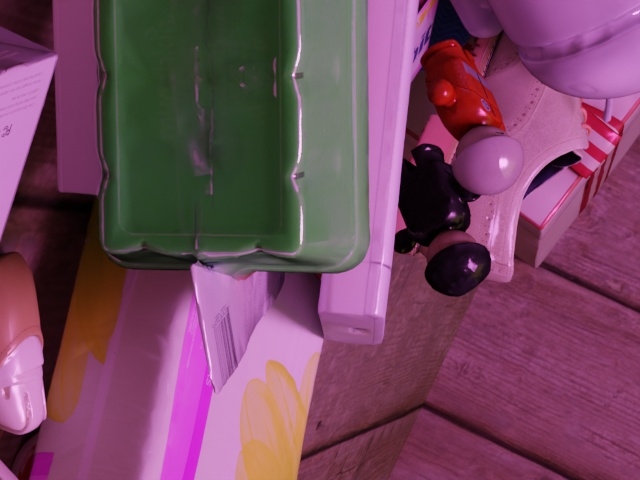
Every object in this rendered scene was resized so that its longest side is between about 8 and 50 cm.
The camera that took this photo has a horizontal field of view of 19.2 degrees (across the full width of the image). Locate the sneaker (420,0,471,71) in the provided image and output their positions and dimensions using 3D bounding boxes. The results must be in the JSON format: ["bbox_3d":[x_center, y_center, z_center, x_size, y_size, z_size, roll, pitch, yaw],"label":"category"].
[{"bbox_3d":[0.141,-0.273,1.865,0.228,0.087,0.092,-66,170,17],"label":"sneaker"}]

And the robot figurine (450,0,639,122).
[{"bbox_3d":[0.227,-0.272,1.662,0.300,0.353,0.200,-15,-156,41],"label":"robot figurine"}]

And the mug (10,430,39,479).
[{"bbox_3d":[-0.148,0.166,1.442,0.150,0.113,0.169,-43,167,12],"label":"mug"}]

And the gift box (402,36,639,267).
[{"bbox_3d":[0.216,-0.160,2.043,0.276,0.255,0.258,-57,169,-7],"label":"gift box"}]

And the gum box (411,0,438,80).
[{"bbox_3d":[0.037,-0.154,1.709,0.188,0.062,0.107,-56,166,-36],"label":"gum box"}]

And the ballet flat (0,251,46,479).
[{"bbox_3d":[-0.209,0.121,1.178,0.232,0.073,0.080,-67,165,13],"label":"ballet flat"}]

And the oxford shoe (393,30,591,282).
[{"bbox_3d":[0.202,-0.138,1.832,0.397,0.146,0.140,-63,172,-12],"label":"oxford shoe"}]

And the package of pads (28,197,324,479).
[{"bbox_3d":[-0.091,0.117,1.291,0.229,0.101,0.296,50,47,-57],"label":"package of pads"}]

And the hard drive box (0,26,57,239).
[{"bbox_3d":[-0.225,0.017,0.849,0.232,0.089,0.181,-69,167,20],"label":"hard drive box"}]

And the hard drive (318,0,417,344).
[{"bbox_3d":[0.040,-0.113,1.310,0.233,0.047,0.353,78,17,-82],"label":"hard drive"}]

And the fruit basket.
[{"bbox_3d":[-0.055,-0.106,1.117,0.353,0.165,0.327,-88,177,-80],"label":"fruit basket"}]

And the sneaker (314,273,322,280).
[{"bbox_3d":[0.000,0.045,1.491,0.057,0.075,0.161,-55,168,-17],"label":"sneaker"}]

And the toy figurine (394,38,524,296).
[{"bbox_3d":[0.052,-0.048,1.587,0.213,0.209,0.148,106,-28,-50],"label":"toy figurine"}]
